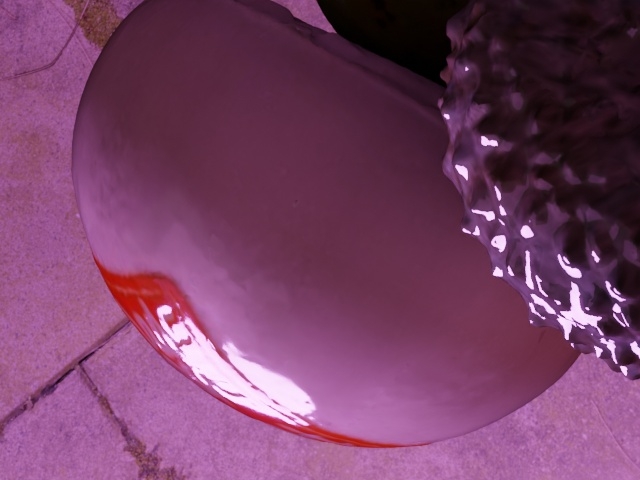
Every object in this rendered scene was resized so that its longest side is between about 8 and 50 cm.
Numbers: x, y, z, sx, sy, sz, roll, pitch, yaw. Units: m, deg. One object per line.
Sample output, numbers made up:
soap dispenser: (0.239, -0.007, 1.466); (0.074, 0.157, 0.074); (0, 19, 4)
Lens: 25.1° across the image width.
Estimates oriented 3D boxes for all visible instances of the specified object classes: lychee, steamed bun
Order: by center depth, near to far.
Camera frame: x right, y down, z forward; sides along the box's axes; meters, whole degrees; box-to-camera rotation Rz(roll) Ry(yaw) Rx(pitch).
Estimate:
lychee: (0.183, -0.053, 0.659); (0.255, 0.255, 0.274); (52, -175, 28)
steamed bun: (0.000, 0.000, 0.947); (0.374, 0.241, 0.374); (29, -175, -3)

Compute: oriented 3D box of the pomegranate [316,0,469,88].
pomegranate: (0.060, -0.234, 0.935); (0.302, 0.236, 0.236); (35, -177, 1)
